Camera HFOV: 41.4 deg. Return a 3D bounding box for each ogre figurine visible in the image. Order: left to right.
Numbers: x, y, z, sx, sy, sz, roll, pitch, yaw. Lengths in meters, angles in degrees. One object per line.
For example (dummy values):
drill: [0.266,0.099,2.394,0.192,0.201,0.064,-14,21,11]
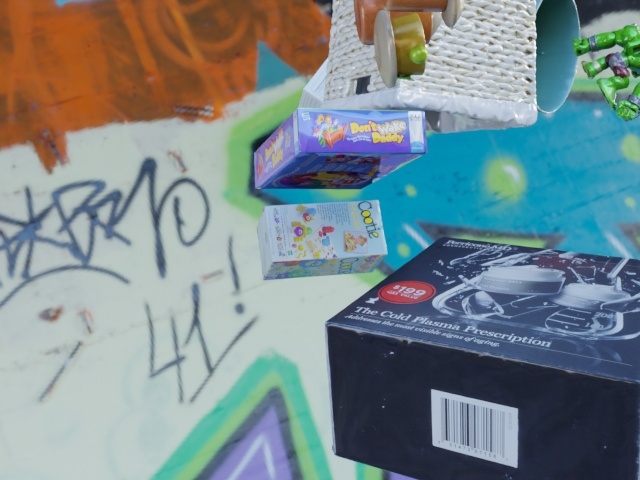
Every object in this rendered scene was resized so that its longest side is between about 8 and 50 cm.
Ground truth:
ogre figurine: [0.547,-0.313,1.526,0.118,0.197,0.097,-29,-52,14]

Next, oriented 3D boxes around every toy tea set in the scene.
toy tea set: [0.113,-0.289,0.966,0.124,0.200,0.336,-9,32,-3]

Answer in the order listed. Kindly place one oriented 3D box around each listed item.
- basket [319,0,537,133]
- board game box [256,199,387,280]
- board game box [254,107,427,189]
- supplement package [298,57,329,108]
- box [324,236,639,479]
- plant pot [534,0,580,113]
basket: [0.217,-0.360,1.687,0.331,0.266,0.328,4,2,-26]
board game box: [0.000,0.000,2.014,0.275,0.144,0.142,-3,-20,-13]
board game box: [0.025,-0.165,1.606,0.233,0.078,0.347,-1,-7,-17]
supplement package: [0.104,-0.329,2.120,0.198,0.262,0.199,-55,-3,-19]
box: [0.230,0.139,0.980,0.343,0.179,0.312,8,21,31]
plant pot: [0.458,-0.461,2.056,0.235,0.293,0.293,11,13,37]
